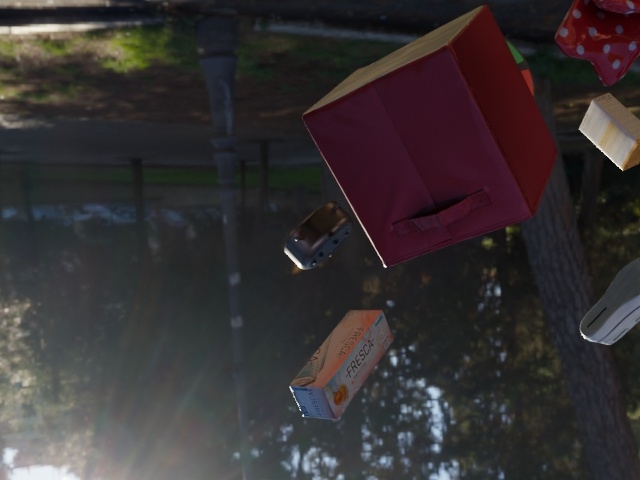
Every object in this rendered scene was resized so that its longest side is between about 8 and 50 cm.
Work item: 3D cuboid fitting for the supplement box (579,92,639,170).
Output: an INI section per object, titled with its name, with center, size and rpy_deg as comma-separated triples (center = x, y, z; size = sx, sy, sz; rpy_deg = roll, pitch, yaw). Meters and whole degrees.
[supplement box]
center = 0.433, -0.160, 1.153
size = 0.036, 0.098, 0.062
rpy_deg = -23, 149, -22

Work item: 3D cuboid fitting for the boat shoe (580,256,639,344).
[boat shoe]
center = 0.599, 0.114, 1.519
size = 0.075, 0.226, 0.083
rpy_deg = 21, -143, -23

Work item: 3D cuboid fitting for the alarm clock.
[alarm clock]
center = 0.000, 0.000, 1.427
size = 0.129, 0.064, 0.192
rpy_deg = -41, 170, -13

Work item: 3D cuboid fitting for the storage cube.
[storage cube]
center = 0.127, -0.117, 0.869
size = 0.183, 0.193, 0.215
rpy_deg = -21, -162, 32

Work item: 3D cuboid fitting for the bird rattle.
[bird rattle]
center = 0.253, -0.281, 0.722
size = 0.207, 0.254, 0.143
rpy_deg = 28, 171, 7

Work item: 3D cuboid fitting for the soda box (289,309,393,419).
[soda box]
center = 0.034, 0.172, 1.125
size = 0.063, 0.058, 0.183
rpy_deg = -5, -152, 37

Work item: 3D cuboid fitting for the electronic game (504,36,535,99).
[electronic game]
center = 0.305, -0.300, 1.483
size = 0.229, 0.229, 0.048
rpy_deg = -5, 166, -22
